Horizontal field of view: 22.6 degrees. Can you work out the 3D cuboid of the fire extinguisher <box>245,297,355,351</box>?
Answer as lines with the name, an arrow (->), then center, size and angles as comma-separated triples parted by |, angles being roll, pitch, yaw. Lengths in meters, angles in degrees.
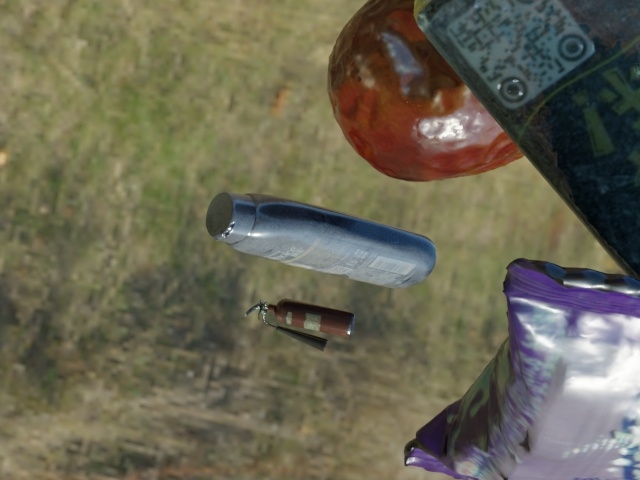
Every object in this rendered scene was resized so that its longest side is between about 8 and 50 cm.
fire extinguisher -> -0.018, 0.078, 1.514 | 0.046, 0.100, 0.032 | 88, 15, -58

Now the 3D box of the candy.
candy -> 0.129, 0.078, 0.747 | 0.275, 0.145, 0.070 | 105, -4, -63

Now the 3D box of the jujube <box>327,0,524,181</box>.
jujube -> 0.112, -0.128, 1.354 | 0.255, 0.190, 0.190 | 30, 72, -64

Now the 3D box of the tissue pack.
tissue pack -> 0.197, -0.081, 0.828 | 0.257, 0.185, 0.081 | 48, 18, -14

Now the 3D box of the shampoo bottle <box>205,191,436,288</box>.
shampoo bottle -> 0.000, 0.000, 1.483 | 0.234, 0.087, 0.049 | 14, 63, -37
